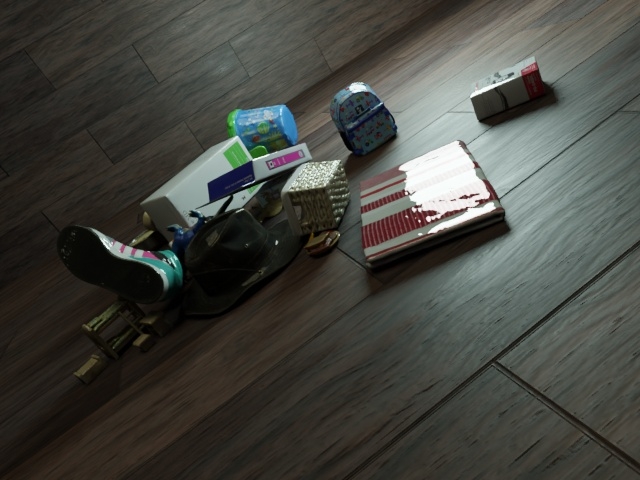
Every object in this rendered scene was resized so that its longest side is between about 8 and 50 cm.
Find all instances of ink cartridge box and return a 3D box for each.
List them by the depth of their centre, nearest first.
[{"bbox_3d":[0.425,-0.348,1.073,0.151,0.063,0.109,-18,27,30],"label":"ink cartridge box"},{"bbox_3d":[-0.183,-0.186,1.313,0.176,0.069,0.371,-19,11,33],"label":"ink cartridge box"},{"bbox_3d":[-0.120,-0.154,1.382,0.122,0.052,0.088,-19,25,26],"label":"ink cartridge box"}]

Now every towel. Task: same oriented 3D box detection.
[{"bbox_3d":[0.187,-0.077,0.871,0.237,0.037,0.329,-23,26,16],"label":"towel"}]

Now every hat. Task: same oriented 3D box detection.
[{"bbox_3d":[-0.207,0.016,1.051,0.331,0.134,0.331,-28,23,13],"label":"hat"}]

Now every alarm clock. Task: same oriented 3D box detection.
[{"bbox_3d":[-0.624,0.017,1.655,0.129,0.064,0.192,-14,26,36],"label":"alarm clock"}]

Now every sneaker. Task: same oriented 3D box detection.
[{"bbox_3d":[-0.436,0.054,1.075,0.123,0.296,0.178,-63,-14,0],"label":"sneaker"}]

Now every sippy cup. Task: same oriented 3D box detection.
[{"bbox_3d":[-0.220,-0.434,1.879,0.224,0.305,0.240,-12,-15,18],"label":"sippy cup"}]

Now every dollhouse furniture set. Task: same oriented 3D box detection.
[{"bbox_3d":[-0.442,0.208,0.997,0.161,0.101,0.182,-7,34,45],"label":"dollhouse furniture set"}]

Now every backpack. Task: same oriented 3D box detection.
[{"bbox_3d":[0.116,-0.350,1.323,0.158,0.173,0.117,-31,23,2],"label":"backpack"}]

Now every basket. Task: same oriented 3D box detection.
[{"bbox_3d":[-0.004,-0.098,1.036,0.103,0.113,0.167,-6,29,21],"label":"basket"}]

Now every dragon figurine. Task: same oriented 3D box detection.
[{"bbox_3d":[-0.305,0.006,1.185,0.289,0.085,0.144,-29,67,12],"label":"dragon figurine"}]

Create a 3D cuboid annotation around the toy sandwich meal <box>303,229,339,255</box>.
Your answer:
[{"bbox_3d":[0.000,0.000,0.952,0.086,0.029,0.085,-27,24,13],"label":"toy sandwich meal"}]

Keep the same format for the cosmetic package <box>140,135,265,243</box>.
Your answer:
[{"bbox_3d":[-0.363,-0.153,1.503,0.155,0.197,0.365,-10,33,39],"label":"cosmetic package"}]

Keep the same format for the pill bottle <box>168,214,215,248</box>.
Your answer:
[{"bbox_3d":[-0.338,-0.003,1.309,0.152,0.086,0.086,-40,24,-16],"label":"pill bottle"}]

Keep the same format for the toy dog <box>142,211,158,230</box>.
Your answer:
[{"bbox_3d":[-0.490,-0.146,1.653,0.220,0.161,0.333,0,31,1],"label":"toy dog"}]

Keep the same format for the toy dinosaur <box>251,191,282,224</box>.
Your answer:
[{"bbox_3d":[-0.134,-0.100,1.316,0.183,0.053,0.093,-46,41,-12],"label":"toy dinosaur"}]
